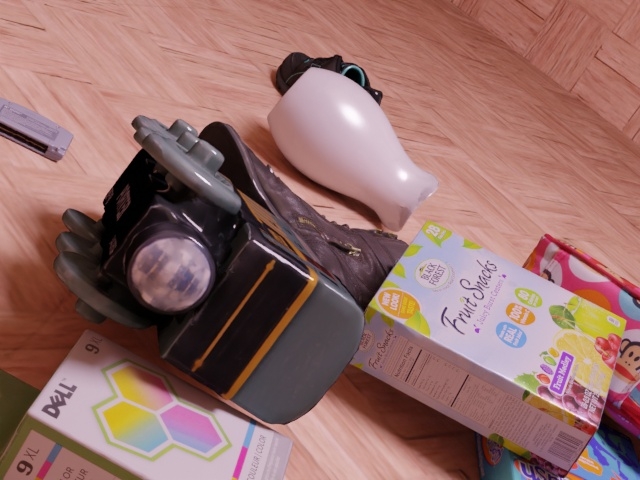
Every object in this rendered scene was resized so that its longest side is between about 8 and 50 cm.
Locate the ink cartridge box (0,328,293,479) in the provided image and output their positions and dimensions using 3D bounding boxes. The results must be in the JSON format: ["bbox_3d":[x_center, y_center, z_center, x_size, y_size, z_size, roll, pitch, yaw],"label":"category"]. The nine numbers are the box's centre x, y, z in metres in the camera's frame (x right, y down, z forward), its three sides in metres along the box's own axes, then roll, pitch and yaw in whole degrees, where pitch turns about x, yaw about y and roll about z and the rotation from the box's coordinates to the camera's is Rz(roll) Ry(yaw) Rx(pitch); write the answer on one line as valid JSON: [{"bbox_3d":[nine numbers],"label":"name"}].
[{"bbox_3d":[-0.126,0.120,0.650,0.209,0.062,0.109,30,21,-5],"label":"ink cartridge box"}]

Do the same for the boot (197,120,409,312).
[{"bbox_3d":[0.000,0.000,1.069,0.229,0.091,0.263,8,41,-49],"label":"boot"}]

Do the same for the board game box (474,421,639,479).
[{"bbox_3d":[0.214,0.209,0.941,0.160,0.047,0.210,29,22,-9],"label":"board game box"}]

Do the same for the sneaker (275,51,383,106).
[{"bbox_3d":[0.020,-0.213,1.523,0.101,0.106,0.267,17,25,-32],"label":"sneaker"}]

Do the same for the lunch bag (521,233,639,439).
[{"bbox_3d":[0.338,0.134,1.122,0.258,0.120,0.293,33,9,-42],"label":"lunch bag"}]

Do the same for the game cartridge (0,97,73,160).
[{"bbox_3d":[-0.273,-0.105,1.008,0.083,0.017,0.056,27,25,-13],"label":"game cartridge"}]

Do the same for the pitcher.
[{"bbox_3d":[0.038,-0.111,1.330,0.207,0.125,0.178,42,0,-4],"label":"pitcher"}]

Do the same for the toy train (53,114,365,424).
[{"bbox_3d":[-0.085,0.013,0.796,0.190,0.142,0.334,37,2,-16],"label":"toy train"}]

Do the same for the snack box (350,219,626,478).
[{"bbox_3d":[0.148,0.086,0.939,0.207,0.070,0.174,26,33,9],"label":"snack box"}]
